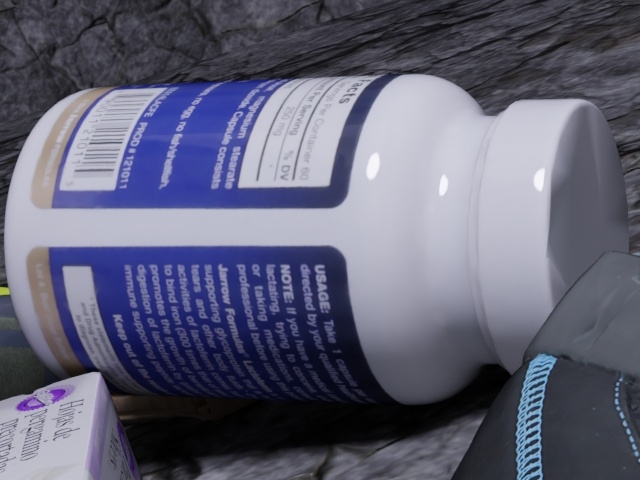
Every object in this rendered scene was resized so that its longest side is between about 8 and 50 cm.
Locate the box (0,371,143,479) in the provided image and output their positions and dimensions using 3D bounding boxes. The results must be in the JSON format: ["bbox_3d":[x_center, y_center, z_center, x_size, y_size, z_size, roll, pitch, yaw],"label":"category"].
[{"bbox_3d":[-0.109,0.131,0.720,0.063,0.067,0.324,-18,12,0],"label":"box"}]

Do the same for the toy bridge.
[{"bbox_3d":[-0.098,0.074,1.024,0.063,0.026,0.188,-25,16,-21],"label":"toy bridge"}]

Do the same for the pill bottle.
[{"bbox_3d":[0.000,0.000,0.872,0.265,0.153,0.153,0,21,26],"label":"pill bottle"}]

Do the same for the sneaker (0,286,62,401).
[{"bbox_3d":[-0.216,0.119,0.880,0.121,0.111,0.300,10,35,44],"label":"sneaker"}]

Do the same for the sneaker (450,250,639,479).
[{"bbox_3d":[0.131,0.110,0.443,0.139,0.125,0.341,-49,22,-7],"label":"sneaker"}]
